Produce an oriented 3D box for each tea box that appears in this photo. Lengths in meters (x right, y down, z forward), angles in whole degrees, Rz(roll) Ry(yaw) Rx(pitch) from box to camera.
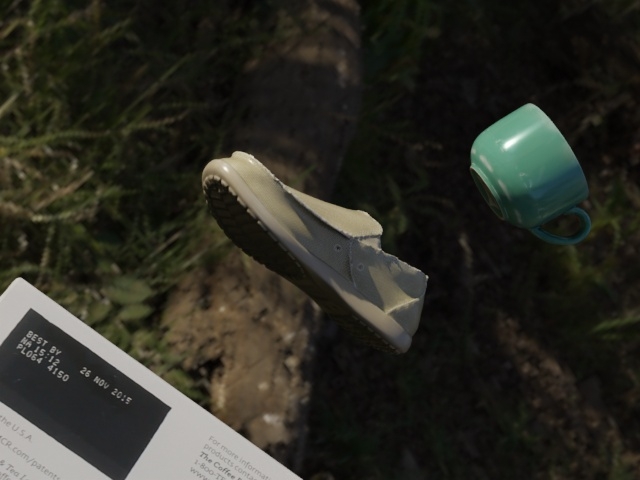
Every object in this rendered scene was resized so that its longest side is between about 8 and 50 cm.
[{"bbox_3d":[-0.179,0.258,0.894,0.329,0.323,0.220,36,51,-4],"label":"tea box"}]

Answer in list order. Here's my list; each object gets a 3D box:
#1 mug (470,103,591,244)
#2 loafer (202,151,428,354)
[{"bbox_3d":[0.240,-0.068,1.471,0.158,0.097,0.129,58,-2,25],"label":"mug"},{"bbox_3d":[0.000,0.000,1.207,0.268,0.102,0.092,43,70,-24],"label":"loafer"}]
